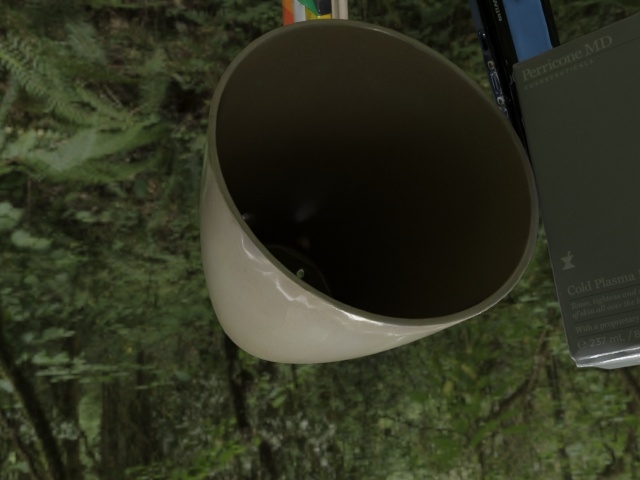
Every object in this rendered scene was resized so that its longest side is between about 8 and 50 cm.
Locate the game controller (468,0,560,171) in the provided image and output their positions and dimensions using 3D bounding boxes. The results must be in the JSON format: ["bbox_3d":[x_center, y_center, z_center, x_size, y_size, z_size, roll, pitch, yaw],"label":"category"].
[{"bbox_3d":[0.241,-0.208,0.876,0.067,0.319,0.166,-10,-160,33],"label":"game controller"}]

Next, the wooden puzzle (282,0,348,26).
[{"bbox_3d":[-0.014,-0.302,1.028,0.044,0.221,0.239,-19,127,-12],"label":"wooden puzzle"}]

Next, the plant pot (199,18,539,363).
[{"bbox_3d":[0.000,0.000,0.649,0.256,0.257,0.274,1,154,-22],"label":"plant pot"}]

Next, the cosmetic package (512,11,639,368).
[{"bbox_3d":[0.233,-0.034,0.547,0.127,0.238,0.107,-20,159,32],"label":"cosmetic package"}]
